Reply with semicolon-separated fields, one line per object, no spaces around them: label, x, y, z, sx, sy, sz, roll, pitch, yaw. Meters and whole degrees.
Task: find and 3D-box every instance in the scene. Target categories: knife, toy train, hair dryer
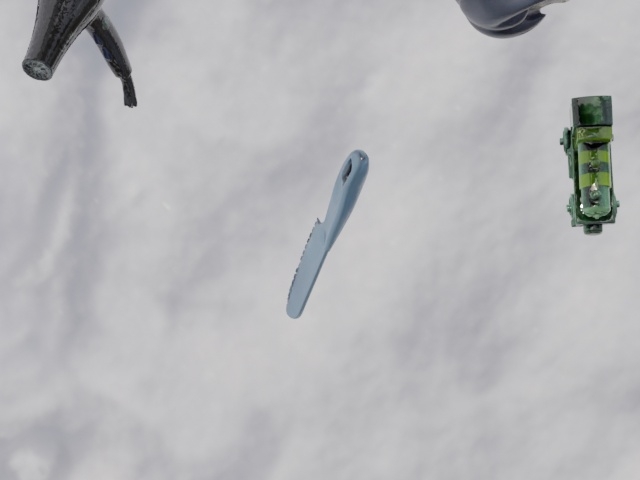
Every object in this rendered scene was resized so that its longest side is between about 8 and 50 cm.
knife;0.000;0.000;1.491;0.019;0.044;0.313;-7;150;-20
toy train;0.410;-0.112;2.303;0.083;0.200;0.132;-5;167;7
hair dryer;-0.256;-0.213;1.725;0.219;0.075;0.196;62;35;-49

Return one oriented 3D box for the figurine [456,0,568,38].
figurine;0.277;-0.356;1.828;0.265;0.197;0.175;-35;157;7
